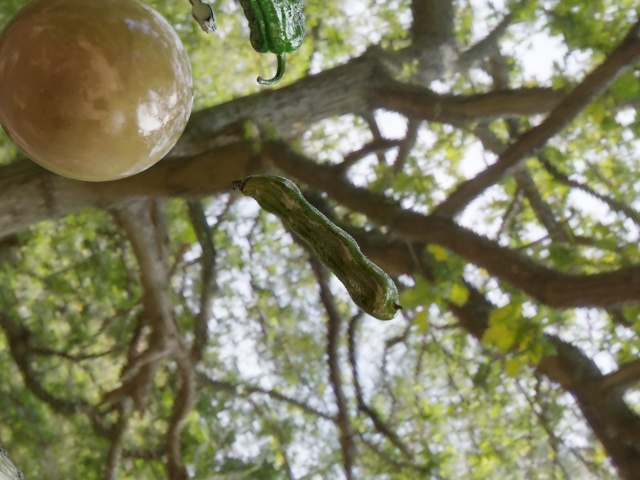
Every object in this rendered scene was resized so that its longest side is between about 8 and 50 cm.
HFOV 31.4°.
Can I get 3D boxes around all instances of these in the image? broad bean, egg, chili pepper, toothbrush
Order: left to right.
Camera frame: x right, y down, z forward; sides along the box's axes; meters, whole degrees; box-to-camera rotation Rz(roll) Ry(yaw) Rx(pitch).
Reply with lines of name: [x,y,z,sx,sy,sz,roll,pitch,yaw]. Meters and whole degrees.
egg: [-0.347,-0.240,1.751,0.374,0.301,0.301,24,-51,49]
toothbrush: [-0.180,-0.339,1.487,0.294,0.026,0.028,-120,-173,-49]
chili pepper: [-0.065,-0.287,1.200,0.100,0.074,0.257,-98,171,-45]
broad bean: [0.001,0.000,1.306,0.256,0.053,0.052,42,-29,17]

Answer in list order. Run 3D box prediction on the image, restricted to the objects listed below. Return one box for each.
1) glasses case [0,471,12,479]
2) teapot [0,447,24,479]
glasses case: [-0.293,0.251,1.003,0.050,0.083,0.196,-20,-52,21]
teapot: [-0.428,0.303,1.335,0.182,0.269,0.173,27,-74,58]
